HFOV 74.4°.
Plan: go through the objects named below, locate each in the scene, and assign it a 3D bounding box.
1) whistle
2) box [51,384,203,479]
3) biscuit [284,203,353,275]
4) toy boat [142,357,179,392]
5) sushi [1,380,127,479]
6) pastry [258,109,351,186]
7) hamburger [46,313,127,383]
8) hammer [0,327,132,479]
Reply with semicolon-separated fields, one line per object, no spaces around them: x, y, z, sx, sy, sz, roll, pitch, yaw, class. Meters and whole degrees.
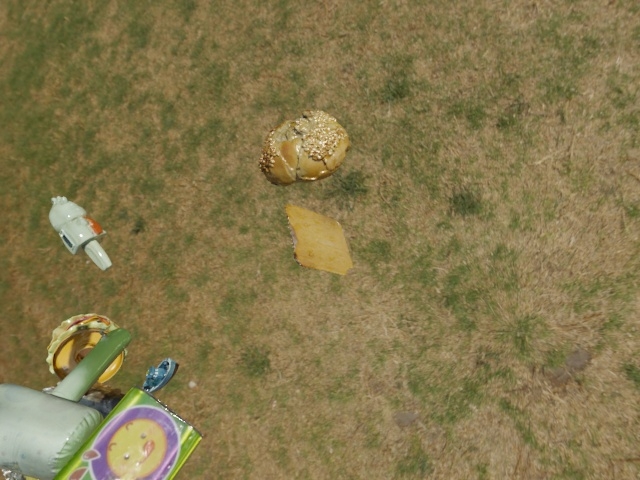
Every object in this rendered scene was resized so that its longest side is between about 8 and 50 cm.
-0.669;-0.021;1.179;0.105;0.102;0.253;-38;88;-20;whistle
-0.309;0.368;0.528;0.134;0.097;0.346;37;55;1;box
0.000;0.000;1.301;0.013;0.236;0.232;-43;46;36;biscuit
-0.451;0.373;1.174;0.137;0.060;0.060;-41;44;16;toy boat
-0.669;0.581;1.140;0.416;0.176;0.418;-4;64;9;sushi
-0.064;-0.307;1.367;0.310;0.162;0.255;-11;53;22;pastry
-0.915;0.421;1.661;0.212;0.274;0.275;22;89;57;hamburger
-0.451;0.264;0.782;0.206;0.336;0.119;17;117;0;hammer
